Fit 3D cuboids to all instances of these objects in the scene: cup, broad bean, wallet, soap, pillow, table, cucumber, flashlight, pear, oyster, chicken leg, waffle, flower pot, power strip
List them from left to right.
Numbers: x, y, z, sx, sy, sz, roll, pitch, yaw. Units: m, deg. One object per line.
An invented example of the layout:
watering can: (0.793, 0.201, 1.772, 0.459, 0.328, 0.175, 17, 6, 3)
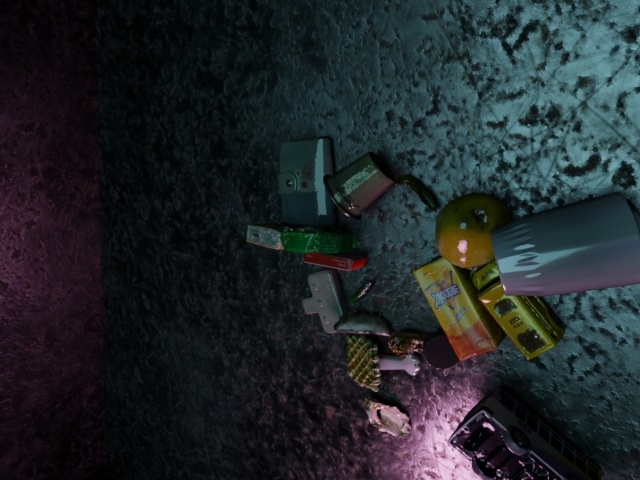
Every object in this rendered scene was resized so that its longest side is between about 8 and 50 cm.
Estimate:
wallet: (-0.060, -0.232, 1.962, 0.252, 0.083, 0.360, 1, 100, 28)
soap: (0.000, -0.003, 1.864, 0.218, 0.273, 0.098, 3, 92, 33)
power strip: (0.011, 0.260, 2.042, 0.194, 0.059, 0.265, -16, 93, 35)
flower pot: (0.145, -0.216, 1.764, 0.202, 0.212, 0.212, -41, 77, 24)
cucumber: (0.167, 0.203, 1.937, 0.037, 0.037, 0.155, 49, 124, 15)
pillow: (0.171, 0.328, 1.933, 0.241, 0.051, 0.093, 2, 86, 16)
waffle: (0.178, 0.487, 1.957, 0.204, 0.054, 0.223, 11, 106, 60)
oyster: (0.270, 0.721, 1.979, 0.209, 0.072, 0.133, 12, 102, 11)
flashlight: (0.303, 0.480, 1.906, 0.200, 0.047, 0.093, -9, 95, 38)
chicken leg: (0.352, 0.387, 1.823, 0.207, 0.101, 0.085, -11, 107, 26)
broad bean: (0.347, -0.177, 1.718, 0.195, 0.046, 0.061, 39, 132, 26)
table: (0.440, 0.399, 1.759, 0.133, 0.043, 0.133, 1, 104, 4)
pear: (0.471, -0.051, 1.536, 0.267, 0.178, 0.267, -6, 76, 24)
cup: (0.690, 0.025, 1.366, 0.371, 0.253, 0.253, -13, 94, 22)

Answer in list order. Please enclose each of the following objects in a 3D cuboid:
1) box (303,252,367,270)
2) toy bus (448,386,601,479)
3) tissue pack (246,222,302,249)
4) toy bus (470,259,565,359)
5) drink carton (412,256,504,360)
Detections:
box: (0.056, 0.073, 1.929, 0.229, 0.123, 0.050, 9, 102, 33)
toy bus: (0.668, 0.705, 1.589, 0.440, 0.249, 0.209, 39, 120, 14)
tissue pack: (-0.170, -0.019, 1.999, 0.186, 0.222, 0.090, 13, 98, 30)
toy bus: (0.620, 0.208, 1.562, 0.144, 0.152, 0.330, -44, 76, 35)
drink carton: (0.481, 0.221, 1.686, 0.154, 0.111, 0.351, -32, 82, 34)
